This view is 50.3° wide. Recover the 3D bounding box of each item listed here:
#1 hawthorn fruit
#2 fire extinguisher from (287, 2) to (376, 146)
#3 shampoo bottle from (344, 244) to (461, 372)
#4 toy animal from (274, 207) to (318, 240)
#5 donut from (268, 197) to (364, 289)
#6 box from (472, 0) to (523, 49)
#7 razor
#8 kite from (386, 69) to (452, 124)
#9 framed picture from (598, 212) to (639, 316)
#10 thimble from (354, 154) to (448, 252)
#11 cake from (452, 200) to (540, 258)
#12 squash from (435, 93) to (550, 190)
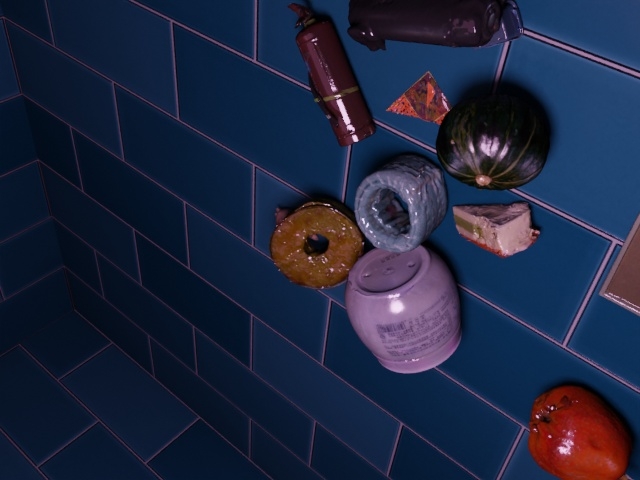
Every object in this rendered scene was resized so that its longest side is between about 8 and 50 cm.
[{"bbox_3d":[0.615,0.472,1.558,0.299,0.211,0.211,36,141,6],"label":"hawthorn fruit"},{"bbox_3d":[0.016,-0.385,1.572,0.105,0.141,0.341,-18,107,23],"label":"fire extinguisher"},{"bbox_3d":[0.206,0.163,1.680,0.273,0.273,0.266,10,134,42],"label":"shampoo bottle"},{"bbox_3d":[-0.077,-0.046,1.983,0.150,0.083,0.089,31,93,22],"label":"toy animal"},{"bbox_3d":[0.000,0.000,1.866,0.272,0.107,0.272,7,122,12],"label":"donut"},{"bbox_3d":[0.324,-0.402,1.287,0.099,0.054,0.074,-3,118,47],"label":"box"},{"bbox_3d":[0.197,-0.454,1.290,0.327,0.189,0.107,15,173,44],"label":"razor"},{"bbox_3d":[0.234,-0.314,1.495,0.222,0.008,0.125,24,131,33],"label":"kite"},{"bbox_3d":[0.718,0.099,1.291,0.324,0.020,0.240,31,137,26],"label":"framed picture"},{"bbox_3d":[0.194,-0.091,1.599,0.198,0.143,0.235,44,143,11],"label":"thimble"},{"bbox_3d":[0.393,-0.040,1.513,0.220,0.117,0.086,-134,23,-72],"label":"cake"},{"bbox_3d":[0.334,-0.190,1.334,0.218,0.218,0.172,0,80,47],"label":"squash"}]
